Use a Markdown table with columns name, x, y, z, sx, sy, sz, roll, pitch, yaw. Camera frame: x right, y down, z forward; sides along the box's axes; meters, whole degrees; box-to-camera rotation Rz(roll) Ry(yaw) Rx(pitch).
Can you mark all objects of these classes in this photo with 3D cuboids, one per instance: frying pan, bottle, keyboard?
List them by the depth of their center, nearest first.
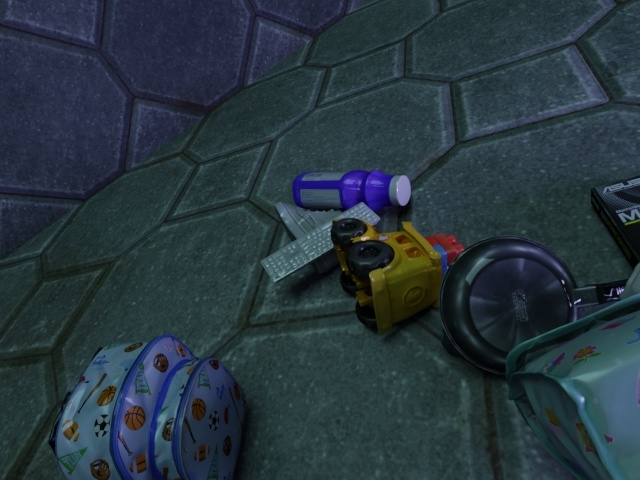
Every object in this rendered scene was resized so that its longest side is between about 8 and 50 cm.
| name | x | y | z | sx | sy | sz | roll | pitch | yaw |
| --- | --- | --- | --- | --- | --- | --- | --- | --- | --- |
| frying pan | 0.329 | 0.106 | 0.609 | 0.325 | 0.053 | 0.198 | 14 | 85 | 7 |
| keyboard | 0.000 | 0.000 | 0.911 | 0.256 | 0.014 | 0.072 | -30 | 52 | -11 |
| bottle | 0.069 | -0.117 | 1.032 | 0.282 | 0.092 | 0.118 | 5 | 18 | 37 |

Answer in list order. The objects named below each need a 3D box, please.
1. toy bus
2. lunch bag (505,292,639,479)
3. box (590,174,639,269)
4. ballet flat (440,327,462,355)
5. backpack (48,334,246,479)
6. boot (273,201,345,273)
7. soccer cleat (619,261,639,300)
| name | x | y | z | sx | sy | sz | roll | pitch | yaw |
| --- | --- | --- | --- | --- | --- | --- | --- | --- | --- |
| toy bus | 0.139 | 0.032 | 0.803 | 0.211 | 0.150 | 0.220 | -20 | 34 | -8 |
| lunch bag | 0.332 | 0.149 | 0.461 | 0.223 | 0.262 | 0.160 | -26 | 75 | 4 |
| box | 0.553 | -0.040 | 0.675 | 0.190 | 0.045 | 0.184 | -15 | 43 | 18 |
| ballet flat | 0.277 | 0.115 | 0.664 | 0.203 | 0.074 | 0.074 | -23 | 38 | 9 |
| backpack | -0.246 | 0.281 | 0.665 | 0.213 | 0.263 | 0.277 | -19 | 38 | 14 |
| boot | -0.008 | -0.032 | 1.016 | 0.123 | 0.095 | 0.258 | -31 | 45 | -10 |
| soccer cleat | 0.472 | 0.023 | 0.579 | 0.196 | 0.076 | 0.068 | -28 | 73 | -18 |
